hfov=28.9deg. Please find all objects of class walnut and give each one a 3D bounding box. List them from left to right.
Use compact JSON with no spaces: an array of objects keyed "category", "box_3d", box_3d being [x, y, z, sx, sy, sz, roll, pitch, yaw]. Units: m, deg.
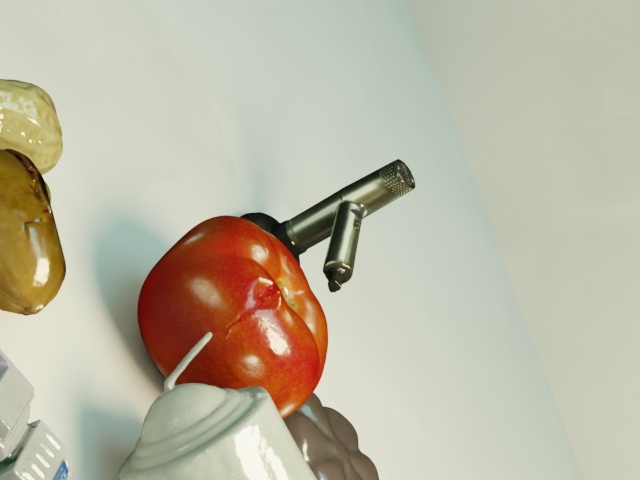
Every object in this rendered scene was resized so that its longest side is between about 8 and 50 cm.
[{"category":"walnut","box_3d":[-0.378,-0.020,1.481,0.137,0.137,0.245,13,52,-61]}]

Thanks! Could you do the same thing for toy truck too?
[{"category":"toy truck","box_3d":[-0.358,0.185,1.238,0.268,0.155,0.124,53,23,-19]}]

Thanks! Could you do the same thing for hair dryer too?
[{"category":"hair dryer","box_3d":[-0.021,-0.006,2.025,0.155,0.320,0.284,58,33,-7]}]

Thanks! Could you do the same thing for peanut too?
[{"category":"peanut","box_3d":[-0.421,-0.165,1.569,0.257,0.123,0.123,34,34,-52]}]

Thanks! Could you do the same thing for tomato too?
[{"category":"tomato","box_3d":[-0.123,0.120,1.726,0.298,0.226,0.298,50,17,-22]}]

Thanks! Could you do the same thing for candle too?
[{"category":"candle","box_3d":[-0.115,0.309,1.514,0.342,0.221,0.221,60,22,-9]}]

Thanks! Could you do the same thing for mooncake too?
[{"category":"mooncake","box_3d":[-0.016,0.343,1.823,0.245,0.133,0.245,47,19,-22]}]

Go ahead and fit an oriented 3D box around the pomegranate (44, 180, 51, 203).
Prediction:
[{"category":"pomegranate","box_3d":[-0.380,-0.049,1.600,0.084,0.073,0.073,103,-31,-65]}]
